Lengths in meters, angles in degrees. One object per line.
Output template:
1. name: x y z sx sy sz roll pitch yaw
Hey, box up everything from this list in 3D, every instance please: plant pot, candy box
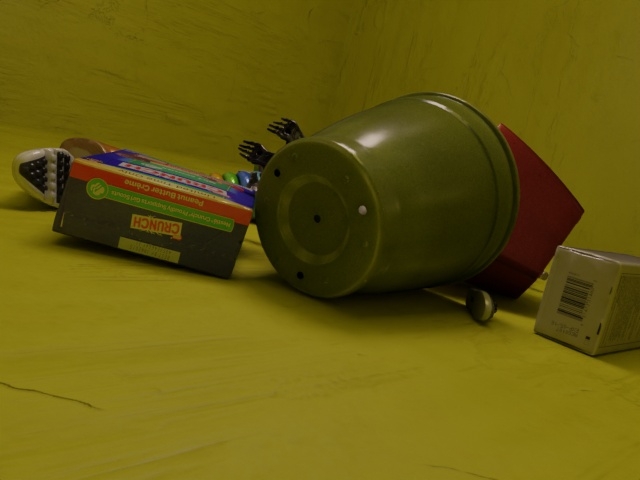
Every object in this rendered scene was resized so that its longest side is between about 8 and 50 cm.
1. plant pot: 0.089 -0.061 0.984 0.366 0.367 0.352 19 22 34
2. candy box: -0.254 -0.057 0.997 0.268 0.122 0.317 17 10 -9
3. plant pot: 0.382 -0.031 1.245 0.235 0.267 0.267 36 -13 16

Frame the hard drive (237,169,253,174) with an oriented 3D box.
1. hard drive: -0.139 -0.214 2.387 0.338 0.064 0.236 18 9 30

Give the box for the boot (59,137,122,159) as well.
1. boot: -0.515 -0.185 1.572 0.294 0.104 0.211 20 4 7

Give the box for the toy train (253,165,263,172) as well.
1. toy train: -0.183 -0.153 1.663 0.247 0.144 0.105 9 9 -28

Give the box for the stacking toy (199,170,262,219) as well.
1. stacking toy: -0.234 -0.119 1.451 0.330 0.141 0.141 4 12 -26

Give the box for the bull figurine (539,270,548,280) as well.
1. bull figurine: 0.459 0.037 1.505 0.310 0.101 0.188 -7 18 -26

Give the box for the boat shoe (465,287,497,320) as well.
1. boat shoe: 0.286 0.110 1.028 0.040 0.049 0.142 14 7 2

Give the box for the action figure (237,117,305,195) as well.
1. action figure: -0.057 -0.131 1.180 0.141 0.164 0.276 42 -9 29

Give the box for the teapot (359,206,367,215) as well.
1. teapot: 0.057 -0.133 1.555 0.255 0.187 0.253 14 30 -2

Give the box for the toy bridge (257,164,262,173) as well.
1. toy bridge: -0.189 -0.150 1.559 0.063 0.188 0.026 9 43 -35

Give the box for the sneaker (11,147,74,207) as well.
1. sneaker: -0.510 -0.117 1.129 0.118 0.110 0.292 6 0 3

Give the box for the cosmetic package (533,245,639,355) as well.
1. cosmetic package: 0.521 0.104 1.060 0.309 0.160 0.113 6 11 -45
